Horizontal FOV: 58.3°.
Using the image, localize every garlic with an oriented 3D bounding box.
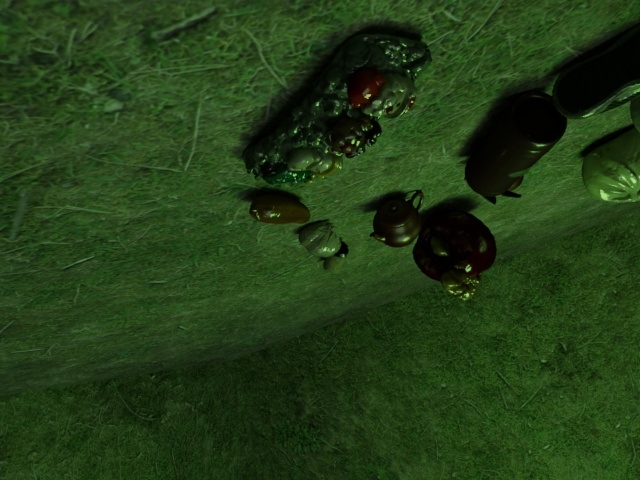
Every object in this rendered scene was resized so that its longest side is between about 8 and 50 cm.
[{"bbox_3d":[0.003,0.002,1.328,0.113,0.074,0.094,15,157,-39],"label":"garlic"}]

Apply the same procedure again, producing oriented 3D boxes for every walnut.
[{"bbox_3d":[0.383,0.038,1.573,0.222,0.243,0.269,-29,166,34],"label":"walnut"}]

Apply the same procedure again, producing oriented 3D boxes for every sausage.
[{"bbox_3d":[-0.070,-0.056,1.062,0.062,0.054,0.183,11,-176,31],"label":"sausage"}]

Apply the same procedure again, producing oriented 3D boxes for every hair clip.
[{"bbox_3d":[0.015,-0.143,0.764,0.139,0.091,0.321,-4,159,-36],"label":"hair clip"}]

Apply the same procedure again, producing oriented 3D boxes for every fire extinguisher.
[{"bbox_3d":[0.361,-0.147,1.097,0.138,0.102,0.344,20,163,3],"label":"fire extinguisher"}]

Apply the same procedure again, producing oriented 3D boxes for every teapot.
[{"bbox_3d":[0.174,-0.052,1.296,0.173,0.116,0.116,-42,172,-16],"label":"teapot"}]

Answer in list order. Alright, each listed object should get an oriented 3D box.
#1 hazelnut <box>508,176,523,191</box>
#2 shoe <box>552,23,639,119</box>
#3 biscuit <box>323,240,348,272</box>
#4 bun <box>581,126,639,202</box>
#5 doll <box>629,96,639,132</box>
[{"bbox_3d":[0.400,-0.143,1.257,0.087,0.086,0.086,-17,166,-4],"label":"hazelnut"},{"bbox_3d":[0.479,-0.262,0.889,0.228,0.099,0.112,-24,172,28],"label":"shoe"},{"bbox_3d":[0.044,0.051,1.588,0.055,0.061,0.219,-61,178,-15],"label":"biscuit"},{"bbox_3d":[0.777,-0.180,1.410,0.260,0.159,0.259,-19,168,-4],"label":"bun"},{"bbox_3d":[0.691,-0.250,1.092,0.151,0.150,0.287,-30,166,39],"label":"doll"}]
